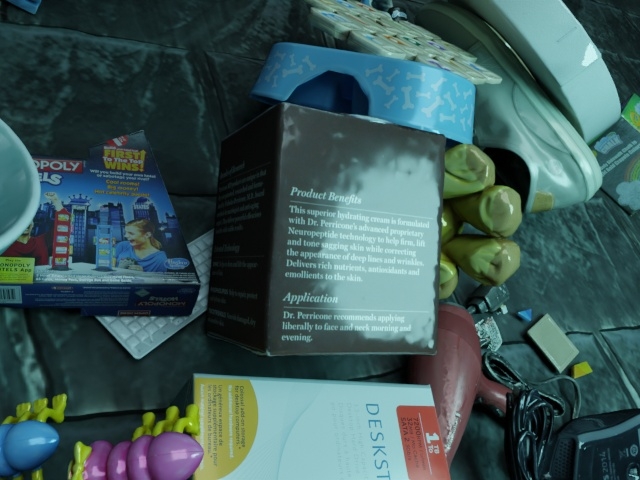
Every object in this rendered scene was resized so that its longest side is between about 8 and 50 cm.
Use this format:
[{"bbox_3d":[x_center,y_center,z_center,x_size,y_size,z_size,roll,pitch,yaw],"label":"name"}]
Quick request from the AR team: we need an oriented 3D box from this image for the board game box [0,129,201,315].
[{"bbox_3d":[-0.223,-0.025,0.546,0.194,0.060,0.194,3,52,-22],"label":"board game box"}]

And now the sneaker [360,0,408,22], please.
[{"bbox_3d":[0.124,-0.340,0.966,0.085,0.086,0.237,-2,60,-34],"label":"sneaker"}]

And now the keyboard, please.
[{"bbox_3d":[-0.117,0.028,0.604,0.072,0.014,0.256,46,47,7],"label":"keyboard"}]

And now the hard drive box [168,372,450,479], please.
[{"bbox_3d":[-0.007,0.216,0.479,0.232,0.089,0.181,9,54,-25],"label":"hard drive box"}]

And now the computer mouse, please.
[{"bbox_3d":[0.304,0.250,0.637,0.273,0.072,0.188,2,82,-24],"label":"computer mouse"}]

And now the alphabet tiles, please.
[{"bbox_3d":[0.113,-0.284,0.805,0.278,0.021,0.284,39,34,23],"label":"alphabet tiles"}]

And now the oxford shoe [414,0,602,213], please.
[{"bbox_3d":[0.272,-0.226,0.939,0.130,0.169,0.449,-32,70,3],"label":"oxford shoe"}]

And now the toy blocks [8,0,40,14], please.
[{"bbox_3d":[-0.413,-0.378,0.640,0.261,0.191,0.381,23,46,-29],"label":"toy blocks"}]

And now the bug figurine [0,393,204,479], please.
[{"bbox_3d":[-0.161,0.215,0.349,0.217,0.072,0.278,-18,60,4],"label":"bug figurine"}]

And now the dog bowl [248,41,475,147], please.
[{"bbox_3d":[0.052,-0.182,0.703,0.297,0.074,0.166,18,9,27],"label":"dog bowl"}]

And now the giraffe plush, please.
[{"bbox_3d":[0.146,-0.032,0.713,0.170,0.211,0.181,-29,117,-65],"label":"giraffe plush"}]

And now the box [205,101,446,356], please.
[{"bbox_3d":[0.000,0.000,0.536,0.169,0.167,0.203,6,84,-26],"label":"box"}]

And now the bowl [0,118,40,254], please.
[{"bbox_3d":[-0.365,-0.018,0.353,0.312,0.163,0.311,29,22,-13],"label":"bowl"}]

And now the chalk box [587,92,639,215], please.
[{"bbox_3d":[0.582,-0.182,1.085,0.213,0.132,0.132,46,48,6],"label":"chalk box"}]

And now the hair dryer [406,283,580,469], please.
[{"bbox_3d":[0.195,0.165,0.640,0.294,0.080,0.223,-21,70,-38],"label":"hair dryer"}]

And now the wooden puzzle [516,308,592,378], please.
[{"bbox_3d":[0.318,0.142,0.775,0.079,0.014,0.116,-15,66,-42],"label":"wooden puzzle"}]

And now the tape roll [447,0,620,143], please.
[{"bbox_3d":[0.349,-0.325,0.960,0.392,0.072,0.392,47,16,-17],"label":"tape roll"}]
